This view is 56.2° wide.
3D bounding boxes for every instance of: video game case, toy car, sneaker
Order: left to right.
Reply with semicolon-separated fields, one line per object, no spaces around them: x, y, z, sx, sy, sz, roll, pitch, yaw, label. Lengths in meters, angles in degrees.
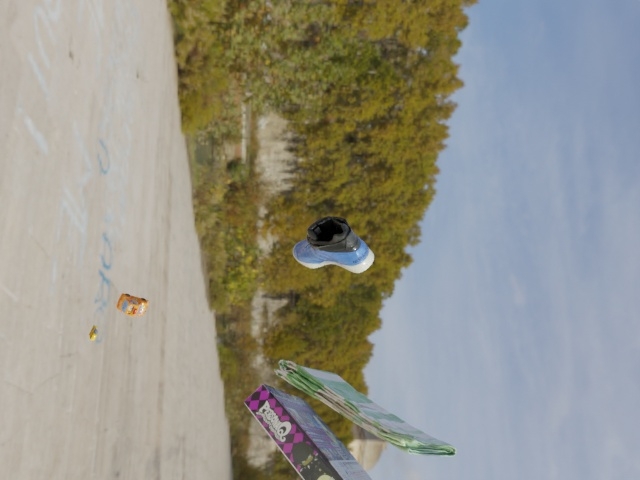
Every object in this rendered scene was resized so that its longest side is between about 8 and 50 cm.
-0.383;0.156;1.144;0.122;0.060;0.040;-49;-151;1;toy car
0.001;-0.001;0.863;0.152;0.084;0.058;11;-123;49;sneaker
0.004;0.300;0.830;0.210;0.042;0.232;46;-5;22;video game case

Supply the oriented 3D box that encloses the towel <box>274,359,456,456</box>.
0.090;0.333;1.193;0.248;0.325;0.038;33;81;-54;towel
